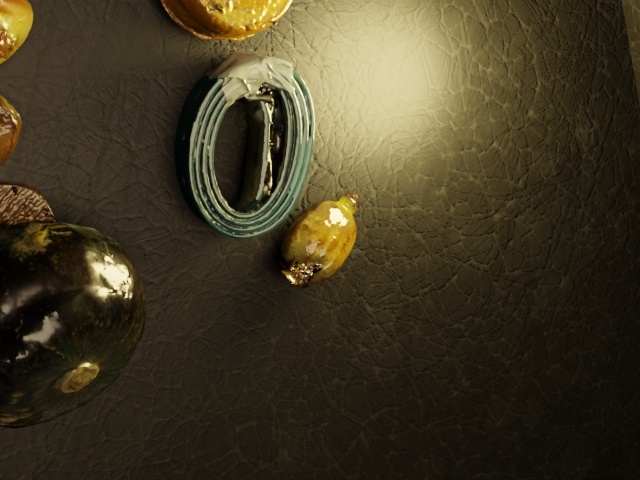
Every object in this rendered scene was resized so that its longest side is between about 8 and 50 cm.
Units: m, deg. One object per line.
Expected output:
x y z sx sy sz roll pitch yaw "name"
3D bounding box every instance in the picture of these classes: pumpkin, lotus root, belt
-0.579 0.167 1.658 0.454 0.344 0.454 -37 153 -22 "pumpkin"
0.000 0.000 2.073 0.314 0.141 0.169 -50 121 -22 "lotus root"
-0.182 -0.225 1.914 0.301 0.173 0.436 6 96 -26 "belt"

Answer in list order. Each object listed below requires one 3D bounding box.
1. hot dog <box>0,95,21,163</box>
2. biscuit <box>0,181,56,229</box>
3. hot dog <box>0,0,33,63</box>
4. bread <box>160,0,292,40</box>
-0.752 -0.206 1.644 0.272 0.122 0.196 -38 116 -22 "hot dog"
-0.684 -0.023 1.760 0.212 0.036 0.212 -6 103 -26 "biscuit"
-0.737 -0.490 1.521 0.405 0.223 0.185 39 92 -31 "hot dog"
-0.207 -0.548 1.828 0.340 0.194 0.178 -3 99 -32 "bread"
